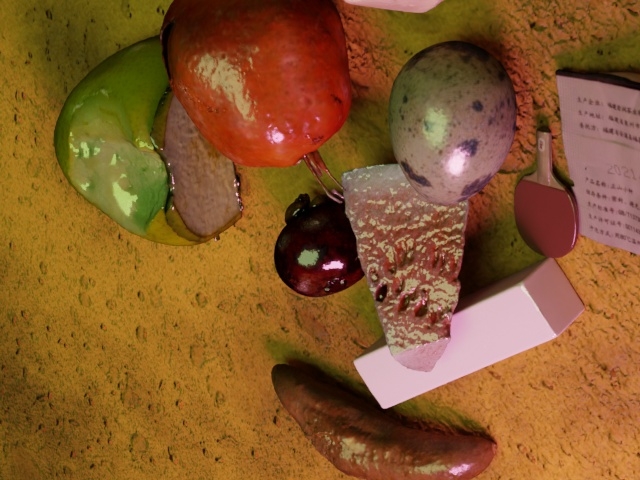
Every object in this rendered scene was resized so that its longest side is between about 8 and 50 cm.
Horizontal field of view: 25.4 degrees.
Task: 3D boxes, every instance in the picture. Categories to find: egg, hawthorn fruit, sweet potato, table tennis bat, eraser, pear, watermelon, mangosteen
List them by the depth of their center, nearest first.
[{"bbox_3d":[0.143,-0.127,1.545,0.141,0.141,0.181,14,111,33],"label":"egg"},{"bbox_3d":[0.252,-0.052,1.589,0.087,0.013,0.156,19,126,42],"label":"table tennis bat"},{"bbox_3d":[-0.055,-0.171,1.633,0.211,0.211,0.299,-25,91,44],"label":"hawthorn fruit"},{"bbox_3d":[0.114,0.033,1.653,0.154,0.094,0.241,-4,85,30],"label":"watermelon"},{"bbox_3d":[0.173,0.115,1.707,0.298,0.078,0.076,-29,94,44],"label":"eraser"},{"bbox_3d":[0.000,0.000,1.761,0.140,0.140,0.140,19,125,30],"label":"mangosteen"},{"bbox_3d":[-0.244,-0.134,1.850,0.292,0.159,0.292,22,127,32],"label":"pear"},{"bbox_3d":[0.065,0.262,1.873,0.342,0.092,0.114,19,100,30],"label":"sweet potato"}]

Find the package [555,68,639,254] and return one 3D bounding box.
[{"bbox_3d":[0.355,-0.073,1.466,0.251,0.062,0.203,10,119,39],"label":"package"}]

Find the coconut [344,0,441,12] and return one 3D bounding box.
[{"bbox_3d":[0.066,-0.323,1.464,0.183,0.171,0.171,11,132,-15],"label":"coconut"}]
